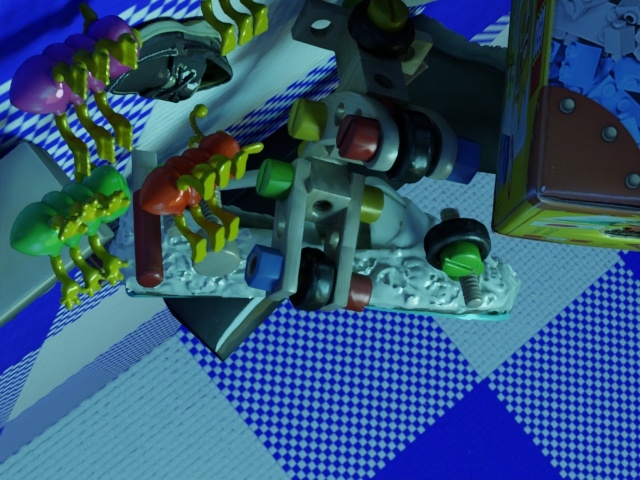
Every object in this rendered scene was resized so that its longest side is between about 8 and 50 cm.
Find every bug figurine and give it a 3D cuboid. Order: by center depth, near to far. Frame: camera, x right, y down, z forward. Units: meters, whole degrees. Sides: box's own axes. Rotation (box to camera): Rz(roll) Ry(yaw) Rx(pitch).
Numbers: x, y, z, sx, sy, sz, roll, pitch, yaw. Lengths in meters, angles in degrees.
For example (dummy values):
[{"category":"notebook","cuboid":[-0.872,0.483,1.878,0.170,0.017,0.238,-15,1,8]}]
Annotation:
[{"category":"bug figurine","cuboid":[-0.106,-0.086,0.881,0.216,0.072,0.279,-35,152,-36]}]

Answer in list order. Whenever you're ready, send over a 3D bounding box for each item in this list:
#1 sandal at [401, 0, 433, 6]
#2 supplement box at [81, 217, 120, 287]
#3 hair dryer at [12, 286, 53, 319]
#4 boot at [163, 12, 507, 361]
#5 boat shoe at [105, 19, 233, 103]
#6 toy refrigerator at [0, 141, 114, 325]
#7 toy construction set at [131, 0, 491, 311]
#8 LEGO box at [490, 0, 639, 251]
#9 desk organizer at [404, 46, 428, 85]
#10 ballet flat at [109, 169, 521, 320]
[{"category":"sandal","cuboid":[0.239,-0.343,1.298,0.416,0.102,0.169,-26,-169,4]},{"category":"supplement box","cuboid":[-0.221,0.013,1.451,0.055,0.043,0.083,-38,175,-21]},{"category":"hair dryer","cuboid":[-0.346,0.117,1.248,0.293,0.080,0.223,-38,176,-15]},{"category":"boot","cuboid":[0.030,-0.038,1.509,0.445,0.146,0.367,-37,-149,-9]},{"category":"boat shoe","cuboid":[-0.104,-0.123,0.983,0.056,0.049,0.152,-42,175,29]},{"category":"toy refrigerator","cuboid":[-0.282,0.045,0.980,0.269,0.094,0.102,-38,-177,-1]},{"category":"toy construction set","cuboid":[-0.015,-0.086,1.217,0.308,0.237,0.257,-6,146,-3]},{"category":"LEGO box","cuboid":[0.234,-0.185,0.932,0.193,0.373,0.500,5,178,5]},{"category":"desk organizer","cuboid":[0.071,-0.197,1.339,0.047,0.050,0.130,-40,-158,25]},{"category":"ballet flat","cuboid":[0.000,0.000,1.340,0.408,0.147,0.147,4,170,-4]}]
